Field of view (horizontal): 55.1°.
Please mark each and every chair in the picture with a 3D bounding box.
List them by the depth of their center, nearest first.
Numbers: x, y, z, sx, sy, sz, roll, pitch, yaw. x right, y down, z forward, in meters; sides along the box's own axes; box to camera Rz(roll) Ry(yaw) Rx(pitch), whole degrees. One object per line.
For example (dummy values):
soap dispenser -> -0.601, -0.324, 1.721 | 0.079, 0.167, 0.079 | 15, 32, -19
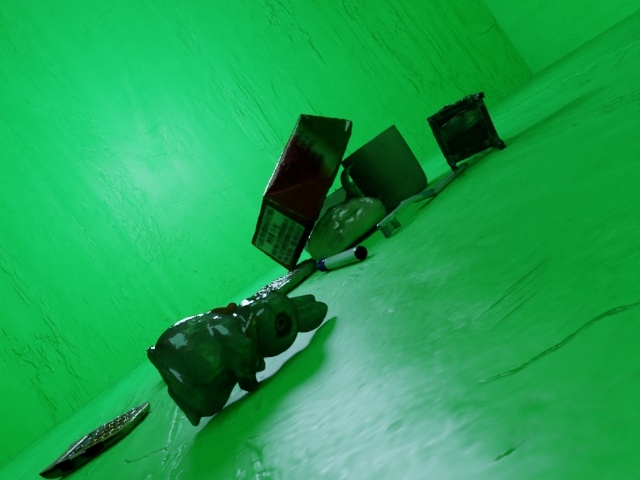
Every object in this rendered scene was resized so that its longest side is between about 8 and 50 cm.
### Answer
chair -> 0.347, -0.268, 1.497 | 0.136, 0.147, 0.270 | -25, 7, 14

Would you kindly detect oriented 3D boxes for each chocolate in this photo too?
chocolate -> -0.059, -0.143, 1.750 | 0.360, 0.162, 0.341 | 115, 176, -62

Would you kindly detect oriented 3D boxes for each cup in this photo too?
cup -> 0.171, -0.184, 1.759 | 0.253, 0.200, 0.191 | -37, 3, -36

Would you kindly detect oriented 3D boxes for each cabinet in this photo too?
cabinet -> 0.066, -0.107, 2.218 | 0.206, 0.150, 0.145 | -34, 3, 16

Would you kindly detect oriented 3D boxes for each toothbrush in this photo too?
toothbrush -> 0.239, -0.108, 1.392 | 0.386, 0.040, 0.040 | -38, 4, -42

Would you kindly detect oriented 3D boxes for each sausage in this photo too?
sausage -> -0.262, 0.218, 1.605 | 0.089, 0.089, 0.179 | -34, 0, 27

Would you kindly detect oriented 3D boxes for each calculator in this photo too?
calculator -> -0.438, 0.397, 1.225 | 0.237, 0.033, 0.157 | -32, 3, 15

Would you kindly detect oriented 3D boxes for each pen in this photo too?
pen -> 0.044, 0.041, 1.330 | 0.033, 0.033, 0.269 | -37, 4, -19

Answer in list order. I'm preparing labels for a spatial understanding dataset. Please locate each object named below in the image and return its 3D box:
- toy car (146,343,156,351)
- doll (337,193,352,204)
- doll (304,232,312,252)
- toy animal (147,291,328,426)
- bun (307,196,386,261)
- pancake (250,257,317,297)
toy car -> -0.396, 0.302, 1.650 | 0.108, 0.089, 0.210 | -36, 5, -20
doll -> 0.070, -0.054, 1.795 | 0.102, 0.089, 0.179 | -94, 25, -47
doll -> 0.000, 0.000, 2.091 | 0.180, 0.079, 0.094 | -21, -24, -46
toy animal -> -0.096, 0.122, 0.822 | 0.251, 0.127, 0.125 | -33, -1, -28
bun -> 0.059, -0.042, 1.631 | 0.237, 0.116, 0.210 | -34, 3, 8
pancake -> -0.109, 0.124, 1.690 | 0.254, 0.037, 0.253 | -35, 3, 2
